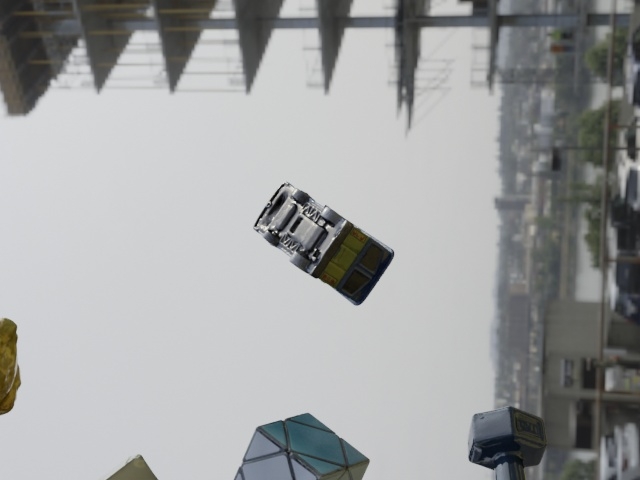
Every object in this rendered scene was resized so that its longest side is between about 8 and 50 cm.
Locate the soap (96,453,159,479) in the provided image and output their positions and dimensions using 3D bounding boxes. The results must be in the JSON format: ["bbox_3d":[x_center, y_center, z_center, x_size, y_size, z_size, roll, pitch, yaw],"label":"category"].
[{"bbox_3d":[-0.362,0.476,1.707,0.183,0.064,0.121,-34,-88,-36],"label":"soap"}]

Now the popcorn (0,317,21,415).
[{"bbox_3d":[-0.652,0.242,1.649,0.297,0.281,0.316,17,-65,-41],"label":"popcorn"}]

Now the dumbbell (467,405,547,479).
[{"bbox_3d":[0.345,0.460,1.746,0.156,0.143,0.316,92,180,-48],"label":"dumbbell"}]

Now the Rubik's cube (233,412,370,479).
[{"bbox_3d":[-0.049,0.534,2.166,0.205,0.205,0.207,1,-63,-56],"label":"Rubik's cube"}]

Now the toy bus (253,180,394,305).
[{"bbox_3d":[0.000,0.000,2.012,0.175,0.287,0.138,33,-88,-35],"label":"toy bus"}]
